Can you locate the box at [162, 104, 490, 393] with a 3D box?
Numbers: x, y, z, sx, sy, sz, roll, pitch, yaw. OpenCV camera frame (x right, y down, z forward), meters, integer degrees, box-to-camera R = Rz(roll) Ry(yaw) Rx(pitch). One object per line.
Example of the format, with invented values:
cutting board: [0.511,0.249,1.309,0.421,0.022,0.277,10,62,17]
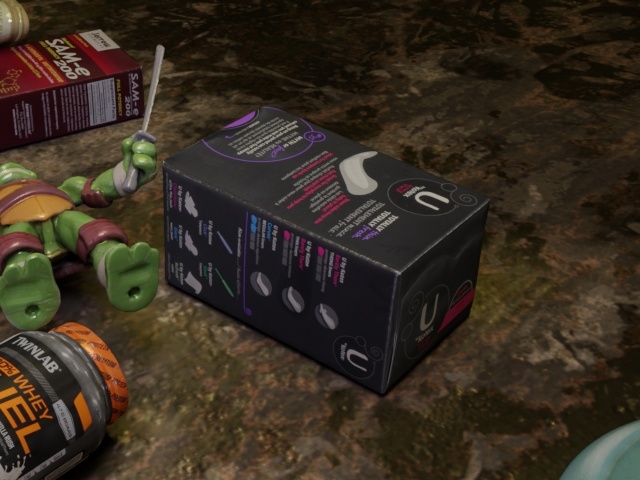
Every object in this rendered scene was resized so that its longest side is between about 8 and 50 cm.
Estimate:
box: [0.000,0.000,1.095,0.270,0.143,0.165,25,40,28]

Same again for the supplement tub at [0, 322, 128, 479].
supplement tub: [-0.250,0.146,0.891,0.117,0.117,0.190,27,42,30]

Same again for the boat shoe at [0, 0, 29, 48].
boat shoe: [-0.441,-0.290,1.491,0.089,0.104,0.285,-3,21,-20]

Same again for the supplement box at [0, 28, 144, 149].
supplement box: [-0.350,-0.181,1.389,0.239,0.073,0.130,-18,40,-29]

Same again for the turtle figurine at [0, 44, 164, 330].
turtle figurine: [-0.247,-0.059,1.027,0.198,0.275,0.266,27,14,-40]

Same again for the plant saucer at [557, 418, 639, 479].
plant saucer: [0.335,0.234,0.878,0.317,0.044,0.317,3,34,-2]
